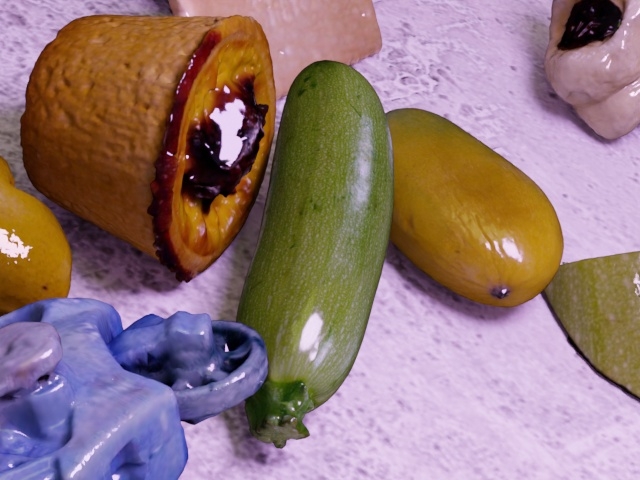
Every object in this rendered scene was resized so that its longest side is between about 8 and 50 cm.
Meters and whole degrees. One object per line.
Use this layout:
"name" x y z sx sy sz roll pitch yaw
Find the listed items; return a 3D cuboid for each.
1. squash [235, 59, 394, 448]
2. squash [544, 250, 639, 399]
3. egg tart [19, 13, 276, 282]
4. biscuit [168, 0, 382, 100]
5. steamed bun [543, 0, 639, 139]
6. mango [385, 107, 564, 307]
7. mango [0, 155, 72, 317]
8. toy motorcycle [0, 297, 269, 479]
"squash" 0.000 0.000 1.318 0.107 0.107 0.395 15 47 -5
"squash" 0.307 0.056 1.410 0.192 0.085 0.184 -6 44 -25
"egg tart" -0.130 -0.084 1.322 0.171 0.215 0.215 14 36 20
"biscuit" -0.041 -0.216 1.556 0.030 0.160 0.250 -4 20 44
"steamed bun" 0.293 -0.181 1.644 0.141 0.172 0.155 3 52 45
"mango" 0.110 -0.032 1.432 0.137 0.091 0.237 -20 47 -39
"mango" -0.305 -0.018 1.218 0.262 0.130 0.167 17 40 -10
"toy motorcycle" -0.201 0.116 1.056 0.241 0.182 0.319 31 42 15
